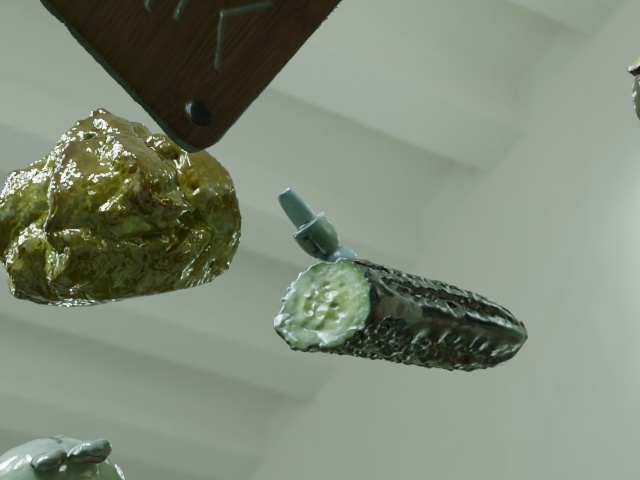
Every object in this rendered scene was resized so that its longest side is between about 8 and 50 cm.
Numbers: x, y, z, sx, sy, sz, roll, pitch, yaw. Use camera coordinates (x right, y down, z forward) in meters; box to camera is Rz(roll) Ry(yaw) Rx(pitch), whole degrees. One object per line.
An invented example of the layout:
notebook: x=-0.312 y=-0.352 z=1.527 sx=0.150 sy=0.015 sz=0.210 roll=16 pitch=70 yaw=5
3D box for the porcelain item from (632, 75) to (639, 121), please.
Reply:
porcelain item: x=0.387 y=-0.133 z=1.413 sx=0.069 sy=0.081 sz=0.215 roll=-24 pitch=-13 yaw=39

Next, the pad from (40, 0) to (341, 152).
pad: x=-0.128 y=-0.230 z=1.097 sx=0.284 sy=0.018 sz=0.286 roll=46 pitch=-42 yaw=-1

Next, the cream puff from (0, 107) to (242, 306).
cream puff: x=-0.198 y=-0.019 z=1.410 sx=0.244 sy=0.244 sz=0.196 roll=9 pitch=-71 yaw=-13

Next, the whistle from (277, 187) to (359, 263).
whistle: x=0.000 y=0.000 z=1.177 sx=0.035 sy=0.035 sz=0.100 roll=-35 pitch=-84 yaw=25

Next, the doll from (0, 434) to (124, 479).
doll: x=-0.260 y=0.261 z=1.326 sx=0.155 sy=0.113 sz=0.275 roll=-2 pitch=-51 yaw=-28

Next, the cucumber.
cucumber: x=0.070 y=0.063 z=1.107 sx=0.077 sy=0.077 sz=0.265 roll=-36 pitch=-29 yaw=26

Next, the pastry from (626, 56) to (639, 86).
pastry: x=0.348 y=-0.094 z=1.243 sx=0.154 sy=0.250 sz=0.102 roll=-3 pitch=-17 yaw=41
